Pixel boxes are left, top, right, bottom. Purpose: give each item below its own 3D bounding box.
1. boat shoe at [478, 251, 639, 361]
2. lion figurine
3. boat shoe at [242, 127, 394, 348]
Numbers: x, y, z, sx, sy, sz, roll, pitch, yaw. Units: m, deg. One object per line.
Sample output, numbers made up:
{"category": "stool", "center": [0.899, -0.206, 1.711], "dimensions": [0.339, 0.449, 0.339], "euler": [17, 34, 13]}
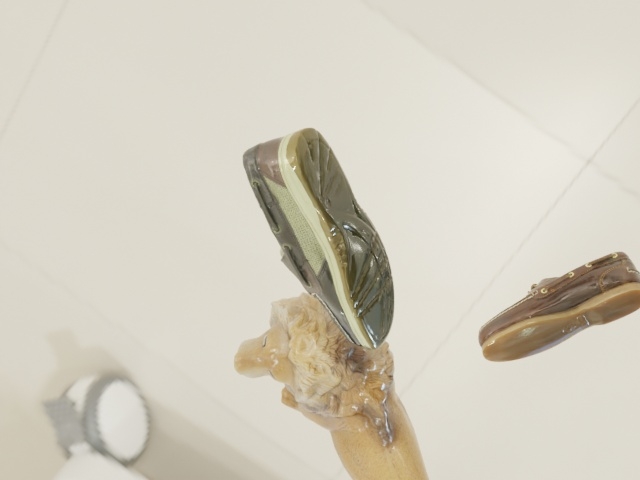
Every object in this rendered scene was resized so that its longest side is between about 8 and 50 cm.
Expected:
{"category": "boat shoe", "center": [0.280, 0.078, 1.837], "dimensions": [0.207, 0.073, 0.073], "euler": [-21, 144, 2]}
{"category": "lion figurine", "center": [0.056, 0.221, 1.570], "dimensions": [0.142, 0.240, 0.392], "euler": [-34, 95, -9]}
{"category": "boat shoe", "center": [-0.001, 0.000, 1.351], "dimensions": [0.073, 0.080, 0.223], "euler": [-2, 128, 31]}
